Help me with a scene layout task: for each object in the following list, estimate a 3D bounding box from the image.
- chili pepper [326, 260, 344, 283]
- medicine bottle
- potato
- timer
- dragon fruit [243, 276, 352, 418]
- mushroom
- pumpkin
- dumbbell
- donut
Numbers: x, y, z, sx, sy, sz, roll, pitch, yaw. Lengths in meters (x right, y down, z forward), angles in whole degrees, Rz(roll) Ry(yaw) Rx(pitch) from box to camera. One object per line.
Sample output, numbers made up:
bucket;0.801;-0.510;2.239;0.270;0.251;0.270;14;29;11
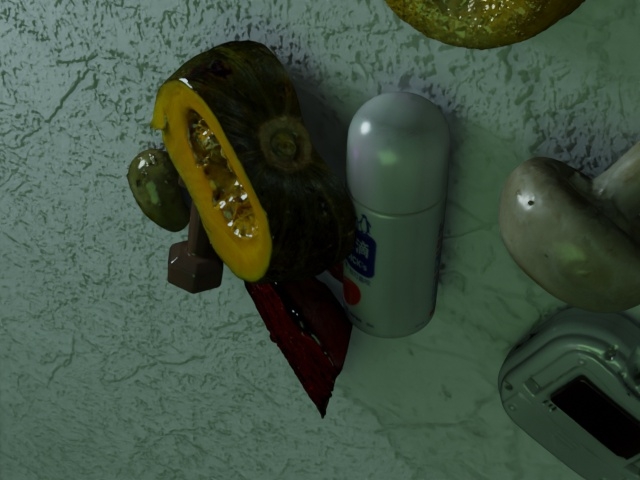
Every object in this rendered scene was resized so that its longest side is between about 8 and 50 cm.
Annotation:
chili pepper;-0.004;0.003;1.584;0.088;0.065;0.169;-22;116;46
medicine bottle;0.094;-0.035;1.425;0.130;0.130;0.341;20;136;19
potato;-0.241;-0.071;1.670;0.091;0.070;0.138;27;140;47
timer;0.374;0.215;1.491;0.262;0.087;0.237;39;139;-2
dragon fruit;-0.031;0.096;1.615;0.282;0.100;0.343;53;167;10
mushroom;0.314;-0.033;1.247;0.207;0.207;0.215;41;108;-4
pumpkin;-0.090;-0.088;1.434;0.317;0.139;0.222;60;151;2
dumbbell;-0.172;-0.030;1.623;0.082;0.092;0.230;46;137;40
donut;0.161;-0.314;1.137;0.278;0.108;0.277;19;136;20
